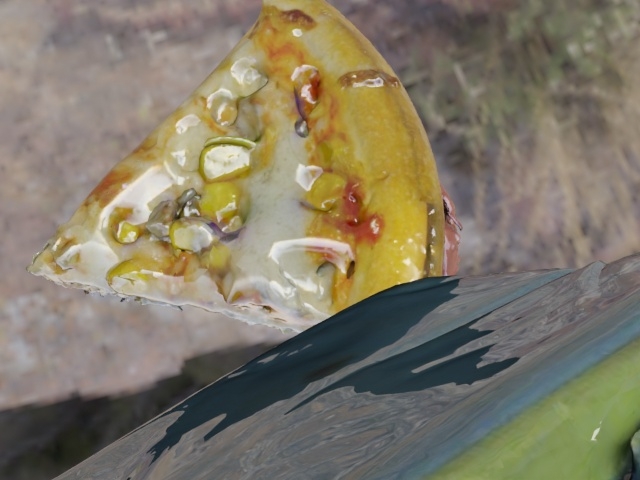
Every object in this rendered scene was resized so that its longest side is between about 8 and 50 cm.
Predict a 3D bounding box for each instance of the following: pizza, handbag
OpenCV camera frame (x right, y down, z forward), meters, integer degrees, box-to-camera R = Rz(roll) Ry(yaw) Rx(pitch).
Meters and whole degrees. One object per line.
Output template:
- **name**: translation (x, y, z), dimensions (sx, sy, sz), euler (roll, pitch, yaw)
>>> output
- **pizza**: translation (-0.040, -0.028, 0.806), dimensions (0.176, 0.185, 0.036), euler (-8, 150, 5)
- **handbag**: translation (0.048, 0.146, 0.534), dimensions (0.222, 0.241, 0.263), euler (-13, -170, 45)

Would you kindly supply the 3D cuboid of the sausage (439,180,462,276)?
- **sausage**: translation (0.000, 0.000, 0.938), dimensions (0.141, 0.076, 0.076), euler (-7, 148, -14)
